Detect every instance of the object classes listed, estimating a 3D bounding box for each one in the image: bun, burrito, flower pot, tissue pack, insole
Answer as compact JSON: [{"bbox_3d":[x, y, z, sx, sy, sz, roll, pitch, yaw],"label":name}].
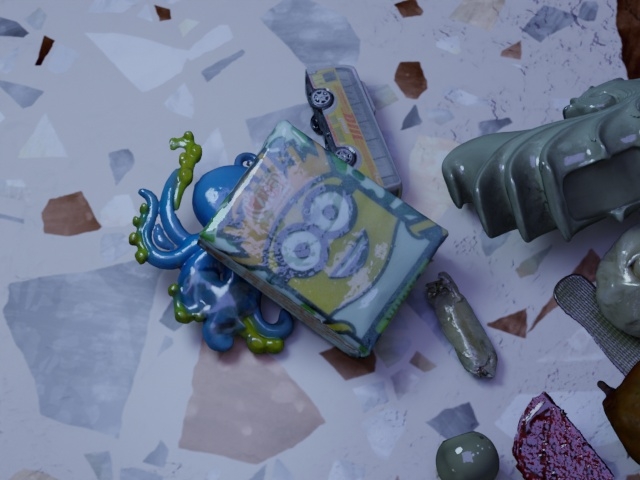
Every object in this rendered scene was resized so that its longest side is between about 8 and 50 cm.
[{"bbox_3d":[0.492,0.059,1.889,0.183,0.102,0.183,-1,87,20],"label":"bun"},{"bbox_3d":[0.214,0.131,1.957,0.058,0.045,0.188,-28,64,1],"label":"burrito"},{"bbox_3d":[0.382,-0.115,1.953,0.367,0.164,0.254,-21,26,0],"label":"flower pot"},{"bbox_3d":[0.000,0.000,1.945,0.311,0.128,0.228,35,79,-2],"label":"tissue pack"},{"bbox_3d":[0.450,0.143,1.939,0.086,0.005,0.253,-40,64,-13],"label":"insole"}]

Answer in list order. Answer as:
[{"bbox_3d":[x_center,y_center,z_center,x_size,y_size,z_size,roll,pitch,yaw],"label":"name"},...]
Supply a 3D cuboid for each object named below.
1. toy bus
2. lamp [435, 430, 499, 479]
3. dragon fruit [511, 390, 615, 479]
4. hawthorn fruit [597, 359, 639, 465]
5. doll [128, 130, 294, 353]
[{"bbox_3d":[0.050,-0.169,2.112,0.106,0.092,0.268,-15,62,-9],"label":"toy bus"},{"bbox_3d":[0.223,0.355,1.828,0.091,0.091,0.163,-20,79,-2],"label":"lamp"},{"bbox_3d":[0.333,0.308,1.836,0.106,0.083,0.162,-39,73,2],"label":"dragon fruit"},{"bbox_3d":[0.501,0.237,1.791,0.248,0.208,0.208,6,63,30],"label":"hawthorn fruit"},{"bbox_3d":[-0.131,0.014,2.042,0.346,0.099,0.341,13,71,-3],"label":"doll"}]
